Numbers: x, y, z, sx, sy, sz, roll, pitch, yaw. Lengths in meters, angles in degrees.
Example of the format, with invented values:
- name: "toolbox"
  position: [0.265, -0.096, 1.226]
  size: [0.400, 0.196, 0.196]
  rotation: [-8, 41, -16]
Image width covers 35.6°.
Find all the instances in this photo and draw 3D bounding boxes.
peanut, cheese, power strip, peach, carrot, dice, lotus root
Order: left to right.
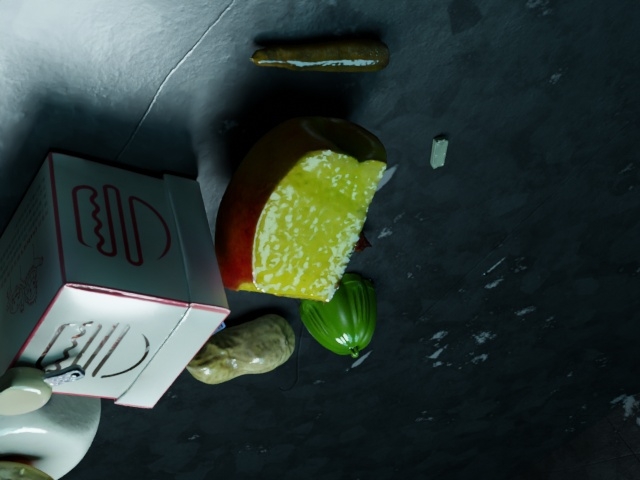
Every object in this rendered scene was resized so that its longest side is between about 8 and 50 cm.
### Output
- name: "dice"
  position: [-0.631, 0.315, 1.942]
  size: [0.304, 0.304, 0.277]
  rotation: [-33, 143, 16]
- name: "cheese"
  position: [-0.470, 0.235, 1.625]
  size: [0.171, 0.047, 0.092]
  rotation: [-30, 143, 23]
- name: "peanut"
  position: [-0.176, 0.245, 2.216]
  size: [0.253, 0.137, 0.122]
  rotation: [-15, 101, -9]
- name: "peach"
  position: [-0.062, -0.045, 1.766]
  size: [0.242, 0.306, 0.380]
  rotation: [11, 113, -18]
- name: "carrot"
  position: [0.000, -0.306, 1.660]
  size: [0.248, 0.059, 0.059]
  rotation: [-4, 141, -16]
- name: "lotus root"
  position: [0.056, 0.189, 2.224]
  size: [0.186, 0.186, 0.186]
  rotation: [-13, 143, -10]
- name: "power strip"
  position: [0.233, -0.173, 1.970]
  size: [0.027, 0.017, 0.083]
  rotation: [-11, 142, -11]

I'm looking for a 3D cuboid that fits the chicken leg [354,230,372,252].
- name: "chicken leg"
  position: [0.000, 0.000, 2.043]
  size: [0.234, 0.063, 0.105]
  rotation: [-11, 147, -14]

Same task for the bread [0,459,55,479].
- name: "bread"
  position: [-0.612, 0.519, 1.795]
  size: [0.315, 0.211, 0.270]
  rotation: [8, 144, -22]

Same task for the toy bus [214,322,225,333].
- name: "toy bus"
  position: [-0.324, 0.192, 2.110]
  size: [0.236, 0.094, 0.079]
  rotation: [-22, 137, -1]

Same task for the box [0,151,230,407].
- name: "box"
  position: [-0.380, 0.073, 1.748]
  size: [0.300, 0.312, 0.314]
  rotation: [13, 133, -34]
